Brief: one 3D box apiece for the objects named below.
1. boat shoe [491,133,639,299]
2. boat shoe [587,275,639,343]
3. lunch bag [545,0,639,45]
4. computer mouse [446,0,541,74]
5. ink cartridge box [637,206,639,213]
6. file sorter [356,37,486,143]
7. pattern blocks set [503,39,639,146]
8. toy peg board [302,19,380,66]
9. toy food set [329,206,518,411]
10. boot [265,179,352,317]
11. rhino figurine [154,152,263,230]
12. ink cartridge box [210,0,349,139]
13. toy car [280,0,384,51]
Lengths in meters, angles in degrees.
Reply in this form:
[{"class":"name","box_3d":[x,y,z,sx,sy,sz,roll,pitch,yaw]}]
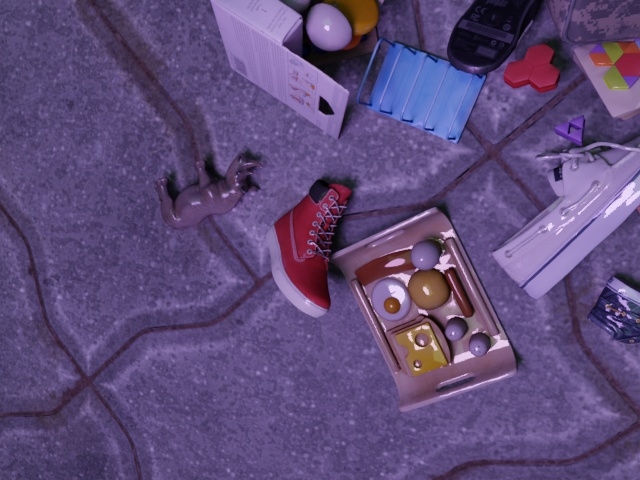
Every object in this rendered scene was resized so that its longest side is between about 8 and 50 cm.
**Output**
[{"class":"boat shoe","box_3d":[0.394,-0.086,0.942,0.156,0.136,0.367,44,119,13]},{"class":"boat shoe","box_3d":[0.512,0.135,0.960,0.183,0.065,0.083,33,109,20]},{"class":"lunch bag","box_3d":[0.427,-0.421,0.803,0.306,0.212,0.255,-9,60,7]},{"class":"computer mouse","box_3d":[0.313,-0.341,0.939,0.184,0.060,0.261,21,79,19]},{"class":"ink cartridge box","box_3d":[0.547,-0.015,0.866,0.045,0.179,0.145,-32,86,-10]},{"class":"file sorter","box_3d":[0.160,-0.244,1.010,0.170,0.104,0.118,26,105,16]},{"class":"pattern blocks set","box_3d":[0.458,-0.253,0.866,0.325,0.026,0.285,-34,58,4]},{"class":"toy peg board","box_3d":[0.002,-0.389,1.060,0.161,0.079,0.160,-8,95,22]},{"class":"toy food set","box_3d":[0.168,0.122,1.067,0.220,0.092,0.306,-26,88,21]},{"class":"boot","box_3d":[0.000,0.000,1.058,0.176,0.088,0.244,-45,38,18]},{"class":"rhino figurine","box_3d":[-0.210,-0.096,1.187,0.244,0.073,0.106,-20,87,20]},{"class":"ink cartridge box","box_3d":[-0.048,-0.281,0.994,0.239,0.275,0.060,33,85,1]},{"class":"toy car","box_3d":[0.001,-0.373,0.971,0.182,0.136,0.159,40,67,-7]}]
